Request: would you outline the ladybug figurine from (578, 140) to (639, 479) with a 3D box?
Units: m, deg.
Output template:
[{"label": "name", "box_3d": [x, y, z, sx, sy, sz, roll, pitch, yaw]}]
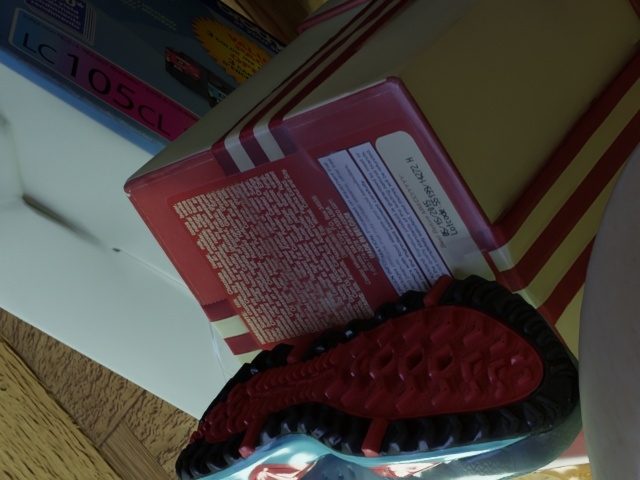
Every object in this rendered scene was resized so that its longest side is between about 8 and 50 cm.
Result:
[{"label": "ladybug figurine", "box_3d": [0.290, 0.117, 0.688, 0.449, 0.305, 0.162, 59, -161, 8]}]

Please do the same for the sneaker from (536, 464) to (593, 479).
[{"label": "sneaker", "box_3d": [0.105, 0.122, 1.349, 0.290, 0.106, 0.123, 22, 142, 48]}]

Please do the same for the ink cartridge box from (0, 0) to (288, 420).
[{"label": "ink cartridge box", "box_3d": [-0.136, -0.086, 1.165, 0.270, 0.151, 0.395, 32, -161, -20]}]

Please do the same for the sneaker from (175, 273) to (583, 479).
[{"label": "sneaker", "box_3d": [0.047, 0.098, 0.823, 0.125, 0.104, 0.262, 42, 149, -20]}]

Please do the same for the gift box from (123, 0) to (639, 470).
[{"label": "gift box", "box_3d": [0.106, -0.028, 0.922, 0.276, 0.258, 0.255, -11, 116, 44]}]
